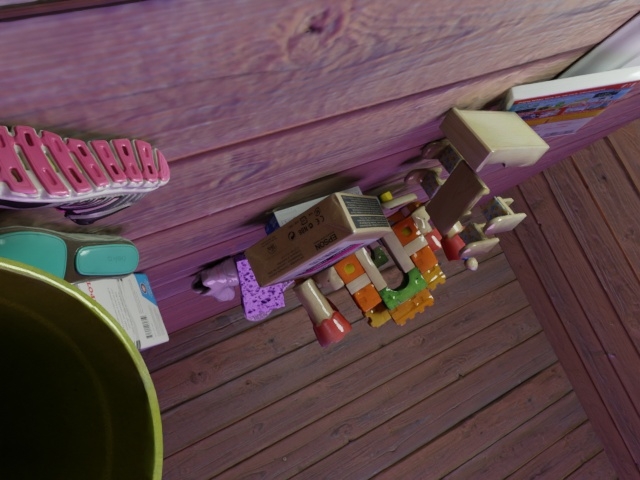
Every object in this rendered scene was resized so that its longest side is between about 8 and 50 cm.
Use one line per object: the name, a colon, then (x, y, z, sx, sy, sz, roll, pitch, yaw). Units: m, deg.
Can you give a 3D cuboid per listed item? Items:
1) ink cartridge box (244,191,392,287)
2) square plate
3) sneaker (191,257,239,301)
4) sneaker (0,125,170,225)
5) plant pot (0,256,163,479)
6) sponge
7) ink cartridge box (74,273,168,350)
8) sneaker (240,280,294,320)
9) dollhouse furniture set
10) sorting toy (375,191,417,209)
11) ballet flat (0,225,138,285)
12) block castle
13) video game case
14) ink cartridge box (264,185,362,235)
ink cartridge box: (0.000, 0.000, 0.827, 0.235, 0.088, 0.193, -31, 167, 28)
square plate: (0.616, -0.361, 0.709, 0.347, 0.049, 0.344, -21, 172, -22)
sneaker: (-0.290, 0.114, 1.114, 0.115, 0.090, 0.232, -14, 160, -22)
sneaker: (-0.208, -0.044, 0.337, 0.075, 0.063, 0.170, -35, 172, 29)
plant pot: (-0.410, 0.226, 0.373, 0.353, 0.366, 0.366, -17, 176, 30)
sponge: (-0.163, 0.114, 1.137, 0.117, 0.031, 0.210, -14, 129, -17)
ink cartridge box: (-0.381, 0.141, 0.744, 0.086, 0.148, 0.203, -23, 171, 7)
sneaker: (-0.138, 0.084, 1.230, 0.126, 0.127, 0.321, 29, 109, -38)
dollhouse furniture set: (0.262, -0.111, 0.770, 0.161, 0.212, 0.242, -9, 146, -31)
sorting toy: (0.136, -0.085, 1.117, 0.196, 0.047, 0.348, -25, 178, 40)
ballet flat: (-0.310, 0.022, 0.485, 0.068, 0.072, 0.213, 5, 179, 19)
block castle: (0.158, 0.085, 1.075, 0.453, 0.212, 0.303, -32, -177, -4)
video game case: (0.447, -0.249, 0.815, 0.204, 0.025, 0.285, -6, 176, 11)
ink cartridge box: (-0.012, -0.055, 0.902, 0.207, 0.046, 0.097, -20, 170, -24)
